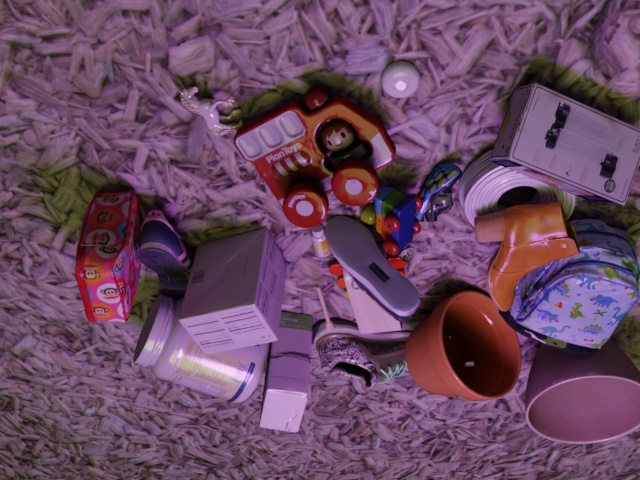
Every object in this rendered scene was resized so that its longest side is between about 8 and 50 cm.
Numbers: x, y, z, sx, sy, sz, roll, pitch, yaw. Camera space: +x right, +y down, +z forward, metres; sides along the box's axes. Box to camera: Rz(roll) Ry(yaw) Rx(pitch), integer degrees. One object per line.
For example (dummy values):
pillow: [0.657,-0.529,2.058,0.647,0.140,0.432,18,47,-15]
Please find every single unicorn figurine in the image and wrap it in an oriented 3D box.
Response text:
unicorn figurine: [-0.233,-0.282,1.517,0.111,0.060,0.161,-11,130,8]

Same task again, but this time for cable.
cable: [0.452,-0.104,1.621,0.257,0.089,0.257,-30,126,28]

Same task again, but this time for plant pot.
plant pot: [0.366,0.301,1.910,0.291,0.290,0.203,30,145,-23]

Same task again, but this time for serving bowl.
serving bowl: [0.167,-0.329,1.466,0.083,0.027,0.083,1,134,2]

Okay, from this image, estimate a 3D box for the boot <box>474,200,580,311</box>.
boot: [0.486,0.045,1.617,0.211,0.104,0.295,-6,126,26]

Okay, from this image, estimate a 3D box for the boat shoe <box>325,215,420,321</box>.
boat shoe: [0.120,0.072,1.727,0.306,0.113,0.105,43,157,16]

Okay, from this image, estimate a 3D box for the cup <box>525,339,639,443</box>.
cup: [0.723,0.378,1.968,0.331,0.237,0.331,2,134,2]

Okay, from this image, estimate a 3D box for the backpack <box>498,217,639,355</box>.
backpack: [0.634,0.115,1.735,0.290,0.273,0.355,21,120,1]

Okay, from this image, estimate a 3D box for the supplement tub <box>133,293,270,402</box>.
supplement tub: [-0.329,0.297,1.963,0.325,0.235,0.235,23,131,-17]

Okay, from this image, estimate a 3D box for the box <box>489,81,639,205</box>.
box: [0.518,-0.197,1.472,0.290,0.087,0.169,18,90,-15]

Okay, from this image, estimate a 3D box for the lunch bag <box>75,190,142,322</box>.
lunch bag: [-0.495,0.049,1.697,0.120,0.293,0.258,0,134,-2]

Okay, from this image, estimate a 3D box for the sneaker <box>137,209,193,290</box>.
sneaker: [-0.378,0.033,1.811,0.112,0.131,0.319,-2,157,2]

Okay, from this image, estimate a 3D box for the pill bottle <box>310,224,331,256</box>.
pill bottle: [0.000,0.000,1.785,0.043,0.043,0.083,-5,133,9]

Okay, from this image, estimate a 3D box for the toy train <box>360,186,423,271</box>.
toy train: [0.157,-0.032,1.695,0.143,0.105,0.248,35,150,28]

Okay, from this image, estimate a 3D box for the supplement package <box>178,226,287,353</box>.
supplement package: [-0.212,0.126,1.769,0.204,0.261,0.145,-13,131,17]

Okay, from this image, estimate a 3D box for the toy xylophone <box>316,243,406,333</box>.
toy xylophone: [0.114,0.148,1.894,0.236,0.081,0.322,-1,134,5]

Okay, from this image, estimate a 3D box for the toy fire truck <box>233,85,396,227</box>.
toy fire truck: [-0.007,-0.192,1.526,0.302,0.169,0.254,-24,116,23]

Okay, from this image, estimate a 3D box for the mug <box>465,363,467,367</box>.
mug: [0.402,0.370,2.101,0.062,0.064,0.078,13,134,-9]

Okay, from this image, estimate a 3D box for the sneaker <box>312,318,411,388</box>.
sneaker: [0.170,0.362,2.028,0.411,0.182,0.158,10,134,-6]

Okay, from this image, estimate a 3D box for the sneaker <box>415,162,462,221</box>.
sneaker: [0.282,-0.111,1.651,0.078,0.067,0.188,9,139,-16]

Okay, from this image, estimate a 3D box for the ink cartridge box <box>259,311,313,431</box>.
ink cartridge box: [-0.095,0.369,1.989,0.115,0.272,0.198,9,134,-4]
